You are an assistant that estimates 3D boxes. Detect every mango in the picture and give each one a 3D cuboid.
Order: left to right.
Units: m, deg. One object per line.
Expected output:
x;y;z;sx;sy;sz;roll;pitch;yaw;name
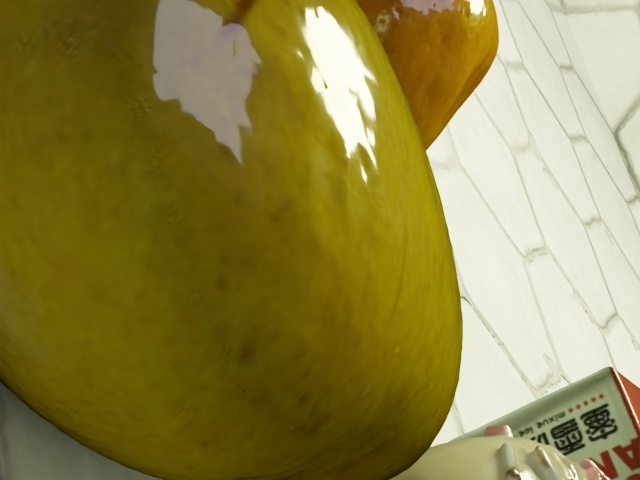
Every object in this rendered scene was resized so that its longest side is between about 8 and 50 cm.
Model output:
-0.044;-0.004;0.819;0.445;0.220;0.301;48;30;-45;mango

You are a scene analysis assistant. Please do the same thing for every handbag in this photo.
0.230;0.266;1.234;0.151;0.171;0.298;35;32;-55;handbag

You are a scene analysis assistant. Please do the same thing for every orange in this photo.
0.018;-0.133;1.158;0.249;0.249;0.183;16;66;-64;orange

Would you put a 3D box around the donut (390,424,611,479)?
0.146;0.291;0.983;0.382;0.142;0.383;42;31;-33;donut
